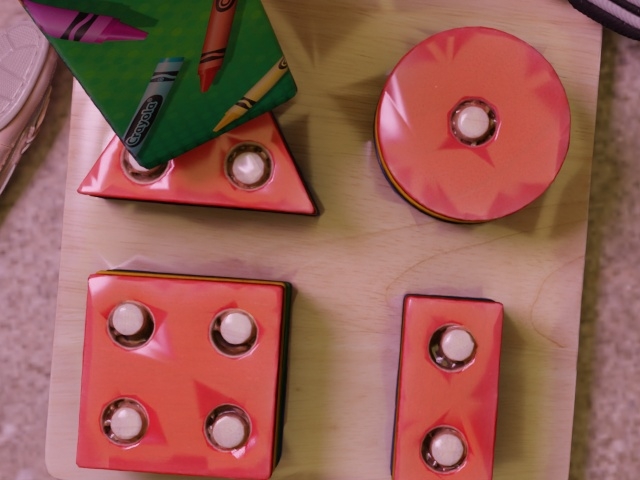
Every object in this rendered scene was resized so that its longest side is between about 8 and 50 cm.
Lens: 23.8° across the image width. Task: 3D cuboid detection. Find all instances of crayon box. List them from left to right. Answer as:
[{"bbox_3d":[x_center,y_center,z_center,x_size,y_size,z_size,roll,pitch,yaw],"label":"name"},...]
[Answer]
[{"bbox_3d":[-0.110,-0.189,0.639,0.081,0.165,0.278,-25,64,1],"label":"crayon box"}]

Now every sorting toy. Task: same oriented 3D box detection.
[{"bbox_3d":[0.000,0.000,0.722,0.257,0.089,0.256,4,90,2],"label":"sorting toy"}]

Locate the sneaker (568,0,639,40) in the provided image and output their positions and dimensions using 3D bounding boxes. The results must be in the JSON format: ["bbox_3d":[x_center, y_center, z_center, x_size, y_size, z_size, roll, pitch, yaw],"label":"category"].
[{"bbox_3d":[0.112,-0.196,0.734,0.228,0.086,0.132,36,66,14],"label":"sneaker"}]

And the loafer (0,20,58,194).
[{"bbox_3d":[-0.165,-0.049,0.757,0.045,0.039,0.125,30,88,35],"label":"loafer"}]
